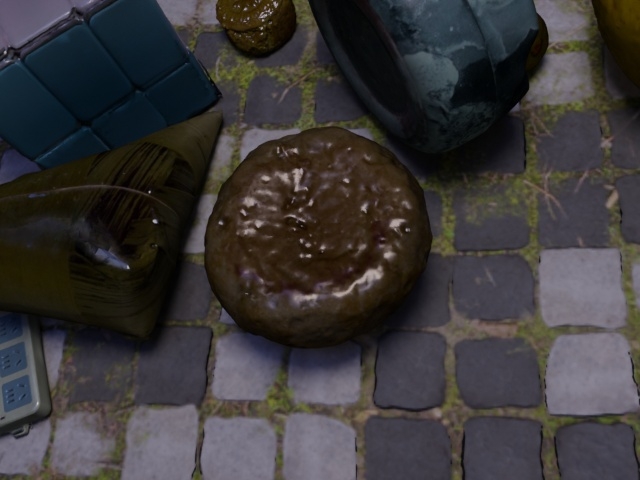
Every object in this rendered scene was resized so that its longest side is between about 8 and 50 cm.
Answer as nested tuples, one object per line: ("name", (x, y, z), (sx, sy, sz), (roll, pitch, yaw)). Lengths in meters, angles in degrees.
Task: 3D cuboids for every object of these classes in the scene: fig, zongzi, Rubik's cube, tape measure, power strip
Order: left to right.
("power strip", (-0.350, 0.122, 0.734), (0.081, 0.035, 0.192), (-22, 64, 3))
("Rubik's cube", (-0.292, -0.232, 0.770), (0.224, 0.231, 0.221), (-36, 64, -3))
("zongzi", (-0.272, -0.054, 0.741), (0.273, 0.145, 0.300), (8, 55, 6))
("tape measure", (0.093, -0.225, 0.661), (0.147, 0.256, 0.275), (-35, 58, -4))
("fig", (0.210, -0.225, 0.739), (0.074, 0.074, 0.088), (-41, 41, -6))

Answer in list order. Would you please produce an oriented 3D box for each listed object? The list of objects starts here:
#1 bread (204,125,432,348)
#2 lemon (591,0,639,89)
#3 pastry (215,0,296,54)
("bread", (0.000, 0.000, 0.658), (0.230, 0.123, 0.230), (-5, 61, 8))
("lemon", (0.390, -0.233, 0.594), (0.258, 0.258, 0.310), (-28, 50, 0))
("pastry", (-0.081, -0.290, 0.844), (0.097, 0.057, 0.109), (-14, 62, 13))
